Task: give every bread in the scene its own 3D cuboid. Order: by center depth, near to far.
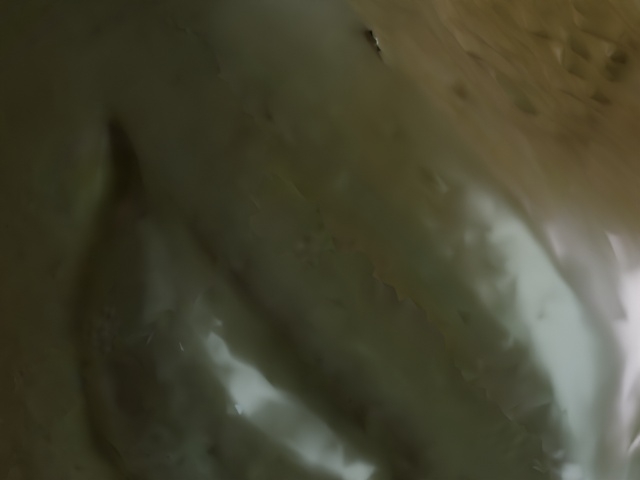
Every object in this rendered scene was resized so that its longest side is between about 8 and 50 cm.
[{"bbox_3d":[0.000,0.000,0.708,0.348,0.253,0.376,49,24,-14],"label":"bread"}]
